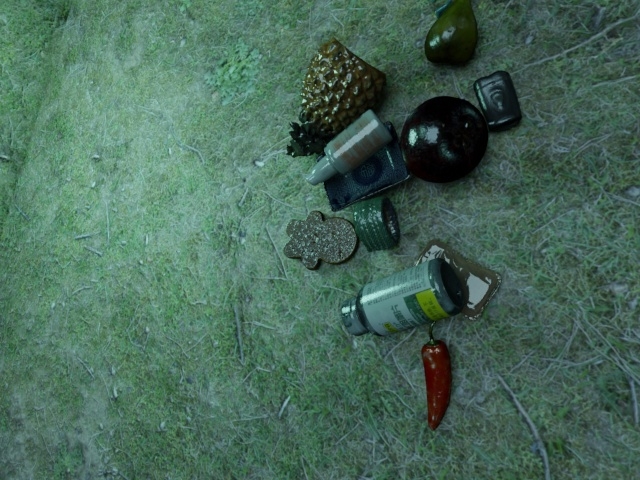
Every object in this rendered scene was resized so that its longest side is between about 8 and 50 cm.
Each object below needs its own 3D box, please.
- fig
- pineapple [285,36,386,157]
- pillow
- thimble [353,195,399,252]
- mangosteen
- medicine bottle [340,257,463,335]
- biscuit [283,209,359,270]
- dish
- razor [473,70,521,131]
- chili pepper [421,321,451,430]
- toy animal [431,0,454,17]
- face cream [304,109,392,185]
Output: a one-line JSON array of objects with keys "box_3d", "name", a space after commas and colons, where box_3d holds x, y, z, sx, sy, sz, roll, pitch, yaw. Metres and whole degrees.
[{"box_3d": [0.340, -0.552, 1.146, 0.133, 0.126, 0.185, 18, 126, 29], "name": "fig"}, {"box_3d": [0.013, -0.363, 1.260, 0.223, 0.223, 0.357, 47, 114, 25], "name": "pineapple"}, {"box_3d": [0.334, 0.093, 1.118, 0.211, 0.034, 0.135, 35, 103, 28], "name": "pillow"}, {"box_3d": [0.150, -0.046, 1.182, 0.090, 0.118, 0.135, -13, 114, 28], "name": "thimble"}, {"box_3d": [0.295, -0.246, 1.109, 0.216, 0.216, 0.216, -5, 80, 26], "name": "mangosteen"}, {"box_3d": [0.193, 0.154, 1.106, 0.293, 0.141, 0.141, -25, 71, 33], "name": "medicine bottle"}, {"box_3d": [0.000, 0.000, 1.299, 0.236, 0.039, 0.180, 4, 81, 27], "name": "biscuit"}, {"box_3d": [0.126, -0.196, 1.244, 0.243, 0.080, 0.182, -23, 72, 20], "name": "dish"}, {"box_3d": [0.448, -0.350, 1.120, 0.090, 0.054, 0.148, -18, 75, 23], "name": "razor"}, {"box_3d": [0.284, 0.329, 1.085, 0.071, 0.063, 0.272, -2, 92, 24], "name": "chili pepper"}, {"box_3d": [0.402, -0.671, 1.189, 0.208, 0.100, 0.103, -15, 36, 27], "name": "toy animal"}, {"box_3d": [0.064, -0.230, 1.180, 0.252, 0.101, 0.101, -37, 67, 16], "name": "face cream"}]
